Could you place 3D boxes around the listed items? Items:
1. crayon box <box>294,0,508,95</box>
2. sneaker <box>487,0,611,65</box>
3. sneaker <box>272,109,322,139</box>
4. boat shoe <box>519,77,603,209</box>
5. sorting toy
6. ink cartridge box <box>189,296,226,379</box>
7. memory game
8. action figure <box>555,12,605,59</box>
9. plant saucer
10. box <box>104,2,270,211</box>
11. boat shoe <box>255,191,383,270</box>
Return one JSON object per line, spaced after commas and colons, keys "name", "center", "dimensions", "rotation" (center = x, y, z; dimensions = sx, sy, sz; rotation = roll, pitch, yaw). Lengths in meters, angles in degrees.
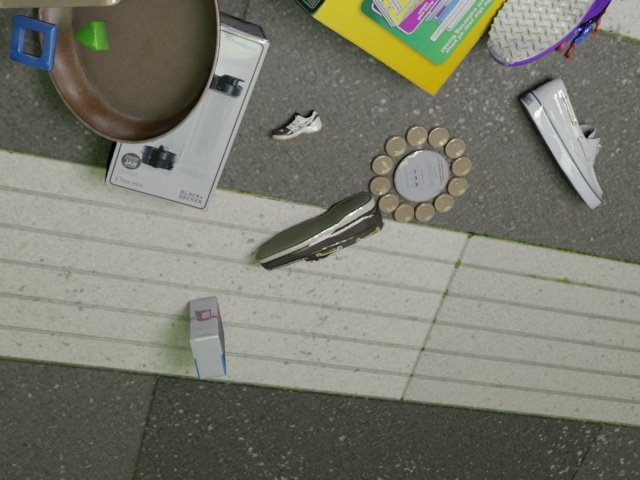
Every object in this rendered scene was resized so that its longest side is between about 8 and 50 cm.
{"name": "crayon box", "center": [0.166, -0.412, 1.080], "dimensions": [0.363, 0.106, 0.313], "rotation": [-51, 146, 17]}
{"name": "sneaker", "center": [0.373, -0.352, 1.205], "dimensions": [0.293, 0.102, 0.146], "rotation": [-45, 160, -3]}
{"name": "sneaker", "center": [-0.041, -0.186, 1.285], "dimensions": [0.083, 0.032, 0.037], "rotation": [-17, 108, -7]}
{"name": "boat shoe", "center": [0.435, -0.161, 1.360], "dimensions": [0.084, 0.095, 0.258], "rotation": [-33, 122, 13]}
{"name": "sorting toy", "center": [-0.352, -0.401, 1.047], "dimensions": [0.195, 0.047, 0.348], "rotation": [3, 106, 14]}
{"name": "ink cartridge box", "center": [-0.197, 0.169, 1.399], "dimensions": [0.052, 0.122, 0.089], "rotation": [-9, 120, -3]}
{"name": "memory game", "center": [0.173, -0.113, 1.379], "dimensions": [0.186, 0.012, 0.186], "rotation": [-5, 120, -9]}
{"name": "action figure", "center": [0.430, -0.349, 1.291], "dimensions": [0.038, 0.030, 0.115], "rotation": [27, 109, -19]}
{"name": "plant saucer", "center": [-0.254, -0.288, 1.082], "dimensions": [0.310, 0.050, 0.311], "rotation": [6, 104, 27]}
{"name": "box", "center": [-0.204, -0.204, 1.202], "dimensions": [0.169, 0.087, 0.290], "rotation": [14, 116, -19]}
{"name": "boat shoe", "center": [0.000, 0.000, 1.367], "dimensions": [0.227, 0.081, 0.069], "rotation": [-27, 117, 1]}
